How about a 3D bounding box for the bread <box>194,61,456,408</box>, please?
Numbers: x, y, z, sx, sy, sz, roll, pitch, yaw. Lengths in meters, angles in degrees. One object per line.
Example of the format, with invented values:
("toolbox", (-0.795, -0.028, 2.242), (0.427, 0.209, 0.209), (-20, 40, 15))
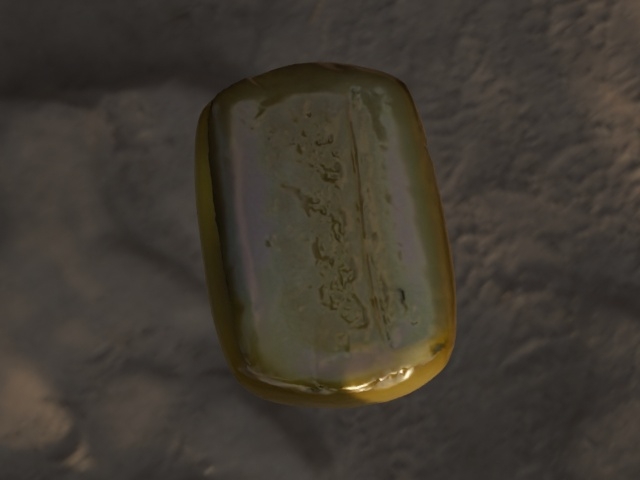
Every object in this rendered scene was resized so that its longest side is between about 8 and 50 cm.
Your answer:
("bread", (0.000, 0.000, 0.550), (0.056, 0.082, 0.115), (110, 149, -74))
